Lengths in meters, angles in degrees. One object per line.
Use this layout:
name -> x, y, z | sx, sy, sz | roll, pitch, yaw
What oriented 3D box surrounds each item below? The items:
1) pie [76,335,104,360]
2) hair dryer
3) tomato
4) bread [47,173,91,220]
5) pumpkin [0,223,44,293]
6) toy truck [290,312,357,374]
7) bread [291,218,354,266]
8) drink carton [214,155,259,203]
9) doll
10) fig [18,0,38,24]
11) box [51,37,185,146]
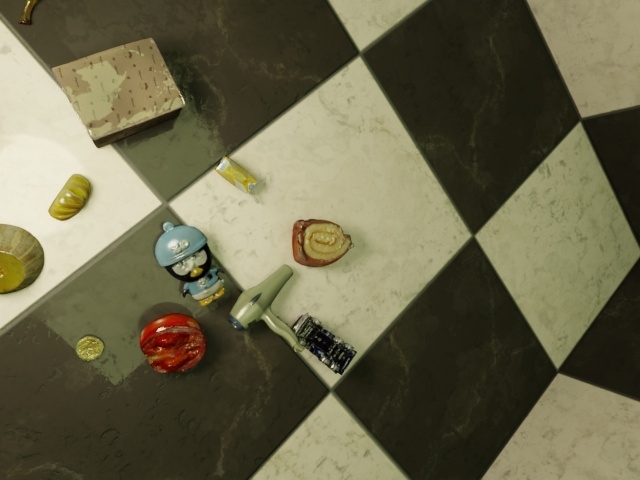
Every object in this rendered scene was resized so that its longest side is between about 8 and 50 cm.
pie -> -0.753, 0.352, 1.373 | 0.084, 0.021, 0.083 | -3, 98, -26
hair dryer -> -0.154, 0.232, 1.569 | 0.299, 0.119, 0.295 | 21, 64, 0
tomato -> -0.498, 0.327, 1.427 | 0.201, 0.139, 0.232 | -13, 132, -17
bread -> -0.774, -0.135, 1.304 | 0.083, 0.094, 0.157 | 32, 71, -18
pumpkin -> -0.941, 0.062, 1.232 | 0.218, 0.110, 0.217 | -4, 99, -27
toy truck -> -0.003, 0.398, 1.649 | 0.268, 0.155, 0.124 | 42, 76, -18
bread -> 0.000, 0.013, 1.647 | 0.245, 0.123, 0.190 | 3, 93, -24
drink carton -> -0.284, -0.219, 1.528 | 0.200, 0.084, 0.074 | 37, 88, -22
doll -> -0.444, 0.073, 1.437 | 0.177, 0.141, 0.314 | -33, 109, -16
fig -> -0.816, -0.780, 1.220 | 0.217, 0.217, 0.320 | 33, 101, -22
box -> -0.616, -0.452, 1.307 | 0.297, 0.190, 0.225 | -30, 104, -22
